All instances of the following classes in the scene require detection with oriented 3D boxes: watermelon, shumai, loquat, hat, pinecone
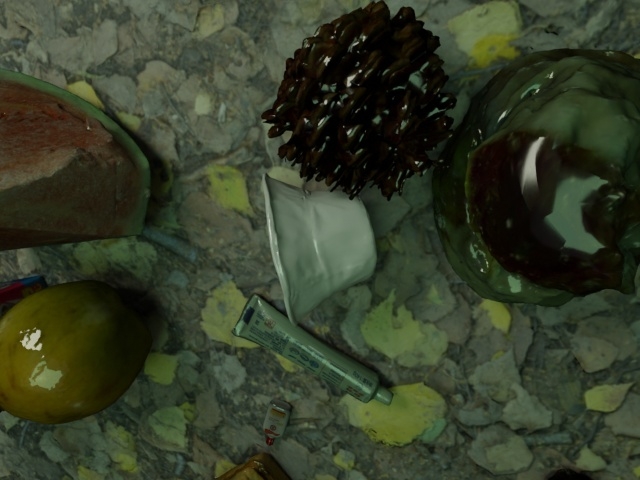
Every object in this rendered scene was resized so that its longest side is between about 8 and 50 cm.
[{"bbox_3d":[-0.403,-0.045,0.590,0.283,0.292,0.250,18,136,6],"label":"watermelon"},{"bbox_3d":[0.270,-0.049,0.431,0.304,0.263,0.309,-8,102,15],"label":"shumai"},{"bbox_3d":[-0.391,0.175,0.636,0.246,0.213,0.213,-37,95,-22],"label":"loquat"},{"bbox_3d":[0.000,0.000,0.558,0.126,0.203,0.203,-13,101,-3],"label":"hat"},{"bbox_3d":[0.048,-0.144,0.480,0.221,0.221,0.221,3,104,11],"label":"pinecone"}]

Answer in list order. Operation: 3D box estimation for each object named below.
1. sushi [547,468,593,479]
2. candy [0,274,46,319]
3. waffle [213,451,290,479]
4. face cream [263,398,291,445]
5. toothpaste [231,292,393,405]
[{"bbox_3d":[0.390,0.413,0.617,0.090,0.078,0.150,-25,97,16],"label":"sushi"},{"bbox_3d":[-0.581,0.149,0.631,0.157,0.306,0.100,-10,101,14],"label":"candy"},{"bbox_3d":[-0.162,0.536,0.753,0.328,0.098,0.224,-38,96,18],"label":"waffle"},{"bbox_3d":[-0.076,0.308,0.716,0.040,0.021,0.083,18,107,7],"label":"face cream"},{"bbox_3d":[-0.009,0.179,0.657,0.268,0.047,0.069,29,126,6],"label":"toothpaste"}]
